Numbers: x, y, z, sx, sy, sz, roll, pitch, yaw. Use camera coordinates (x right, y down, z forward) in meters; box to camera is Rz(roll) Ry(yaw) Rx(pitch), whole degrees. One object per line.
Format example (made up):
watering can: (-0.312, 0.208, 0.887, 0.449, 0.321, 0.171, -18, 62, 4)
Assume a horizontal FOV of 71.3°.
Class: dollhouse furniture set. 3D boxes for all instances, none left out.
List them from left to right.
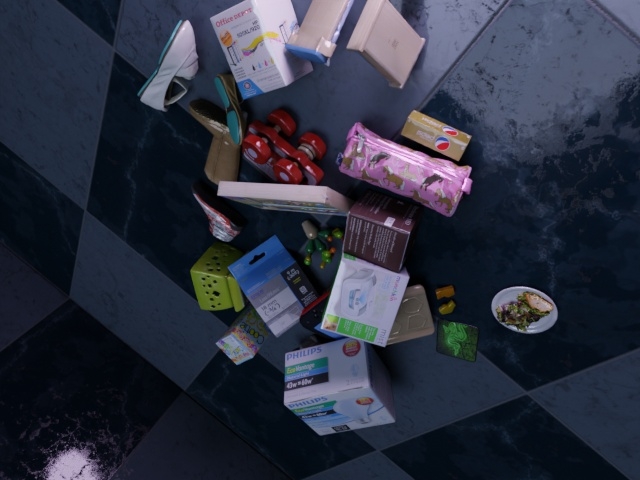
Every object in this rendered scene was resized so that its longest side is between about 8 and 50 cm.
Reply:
dollhouse furniture set: (0.102, -0.573, 1.169, 0.303, 0.198, 0.287, 31, 99, 41)

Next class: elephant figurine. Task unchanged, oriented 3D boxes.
elephant figurine: (-0.024, 0.519, 2.027, 0.239, 0.186, 0.169, -37, 138, 18)

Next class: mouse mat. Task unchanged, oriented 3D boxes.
mouse mat: (0.516, 0.380, 1.689, 0.152, 0.007, 0.190, 10, 127, 25)

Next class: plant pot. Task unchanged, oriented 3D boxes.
plant pot: (-0.398, 0.163, 1.929, 0.207, 0.227, 0.228, 7, 126, 18)

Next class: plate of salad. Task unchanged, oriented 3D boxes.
plate of salad: (0.665, 0.236, 1.462, 0.199, 0.048, 0.200, 16, 130, 19)

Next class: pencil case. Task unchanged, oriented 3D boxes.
pencil case: (0.245, -0.206, 1.301, 0.386, 0.167, 0.160, 25, 116, 11)

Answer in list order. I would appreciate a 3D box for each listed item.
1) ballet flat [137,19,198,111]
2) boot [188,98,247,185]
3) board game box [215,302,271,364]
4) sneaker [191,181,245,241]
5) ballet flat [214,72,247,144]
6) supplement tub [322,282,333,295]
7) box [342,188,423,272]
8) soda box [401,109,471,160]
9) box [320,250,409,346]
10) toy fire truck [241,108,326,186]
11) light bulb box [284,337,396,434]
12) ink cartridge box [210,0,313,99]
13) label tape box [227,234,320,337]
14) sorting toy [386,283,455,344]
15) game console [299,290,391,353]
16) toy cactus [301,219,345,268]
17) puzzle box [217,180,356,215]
ballet flat: (-0.489, -0.571, 1.504, 0.139, 0.139, 0.400, 50, 137, -11)
boot: (-0.393, -0.345, 1.629, 0.236, 0.089, 0.270, 33, 135, 6)
board game box: (-0.314, 0.397, 2.011, 0.142, 0.275, 0.144, 48, 133, -9)
sneaker: (-0.445, -0.108, 1.836, 0.270, 0.090, 0.145, 41, 132, -6)
ballet flat: (-0.279, -0.437, 1.474, 0.080, 0.073, 0.232, 6, 115, 53)
supplement tub: (0.097, 0.190, 1.726, 0.106, 0.106, 0.198, 41, 134, -2)
box: (0.201, -0.036, 1.449, 0.203, 0.168, 0.167, 20, 130, 17)
soda box: (0.324, -0.296, 1.253, 0.181, 0.061, 0.058, 27, 134, 11)
box: (0.146, 0.191, 1.502, 0.231, 0.127, 0.262, 17, 105, 0)
toy fire truck: (-0.128, -0.269, 1.500, 0.302, 0.169, 0.254, 38, 158, 1)
light bulb box: (0.083, 0.602, 1.830, 0.357, 0.225, 0.361, -18, 134, 16)
ink cartridge box: (-0.162, -0.558, 1.271, 0.171, 0.168, 0.233, -4, 120, 34)
label tape box: (-0.178, 0.184, 1.792, 0.334, 0.240, 0.106, 58, 171, -19)
sorting toy: (0.338, 0.258, 1.618, 0.307, 0.041, 0.229, -16, 120, 9)
game console: (0.147, 0.314, 1.732, 0.386, 0.060, 0.342, 30, 135, -22)
toy cactus: (0.000, 0.000, 1.664, 0.181, 0.112, 0.219, 57, 137, 9)
puzzle box: (-0.103, -0.138, 1.505, 0.408, 0.272, 0.052, 7, 86, 27)
